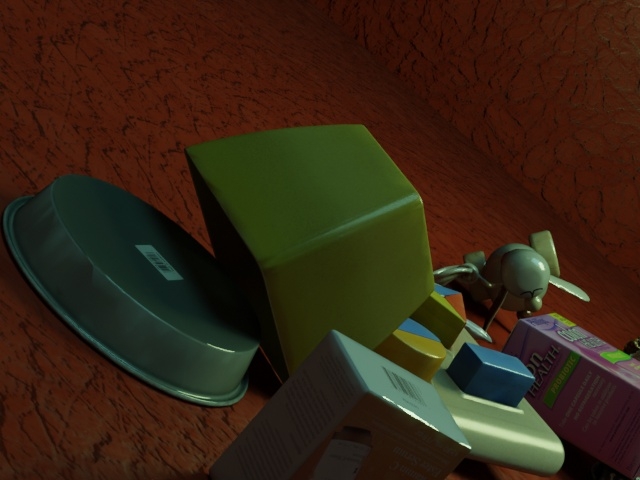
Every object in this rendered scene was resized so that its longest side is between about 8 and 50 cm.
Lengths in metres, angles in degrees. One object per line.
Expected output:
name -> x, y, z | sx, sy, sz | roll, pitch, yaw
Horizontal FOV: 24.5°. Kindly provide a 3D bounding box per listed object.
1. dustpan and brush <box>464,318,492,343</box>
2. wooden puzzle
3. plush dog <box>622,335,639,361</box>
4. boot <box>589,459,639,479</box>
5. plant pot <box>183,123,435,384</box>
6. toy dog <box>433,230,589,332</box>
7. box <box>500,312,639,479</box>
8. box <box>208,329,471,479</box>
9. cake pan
dustpan and brush -> 0.142, 0.093, 2.046 | 0.211, 0.060, 0.147 | 39, 14, -7
wooden puzzle -> 0.123, 0.121, 1.797 | 0.322, 0.080, 0.348 | 20, 25, -36
plush dog -> 0.549, 0.267, 2.427 | 0.225, 0.210, 0.262 | 40, 32, -76
boot -> 0.410, 0.352, 1.979 | 0.086, 0.069, 0.190 | 33, 7, -3
plant pot -> 0.000, 0.000, 1.527 | 0.212, 0.187, 0.212 | 55, -16, 44
toy dog -> 0.312, 0.087, 2.319 | 0.333, 0.220, 0.161 | -21, 95, -66
box -> 0.384, 0.213, 2.086 | 0.243, 0.117, 0.213 | 30, 11, 20
box -> 0.015, 0.184, 1.233 | 0.130, 0.170, 0.091 | 31, 16, -34
cake pan -> -0.171, 0.039, 1.425 | 0.293, 0.054, 0.293 | 38, 15, -12
